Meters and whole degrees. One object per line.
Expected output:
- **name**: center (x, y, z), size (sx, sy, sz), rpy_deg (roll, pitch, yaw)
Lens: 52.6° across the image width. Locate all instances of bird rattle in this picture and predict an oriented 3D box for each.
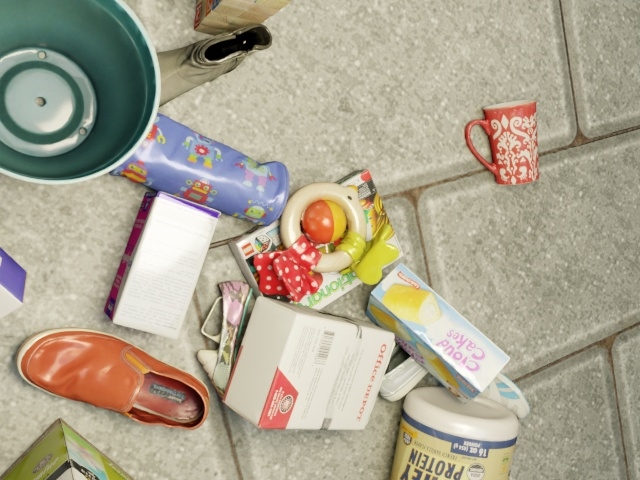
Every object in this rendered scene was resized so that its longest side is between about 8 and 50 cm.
- **bird rattle**: center (0.000, 0.000, 1.164), size (0.253, 0.143, 0.207), rpy_deg (-8, 85, -13)

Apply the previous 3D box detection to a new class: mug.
- **mug**: center (0.403, -0.211, 1.412), size (0.113, 0.150, 0.169), rpy_deg (-35, 117, -59)

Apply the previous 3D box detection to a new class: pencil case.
- **pencil case**: center (-0.202, -0.124, 1.093), size (0.306, 0.119, 0.133), rpy_deg (20, 46, -25)

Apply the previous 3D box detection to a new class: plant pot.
- **plant pot**: center (-0.389, -0.213, 0.917), size (0.272, 0.255, 0.271), rpy_deg (-2, 95, -26)

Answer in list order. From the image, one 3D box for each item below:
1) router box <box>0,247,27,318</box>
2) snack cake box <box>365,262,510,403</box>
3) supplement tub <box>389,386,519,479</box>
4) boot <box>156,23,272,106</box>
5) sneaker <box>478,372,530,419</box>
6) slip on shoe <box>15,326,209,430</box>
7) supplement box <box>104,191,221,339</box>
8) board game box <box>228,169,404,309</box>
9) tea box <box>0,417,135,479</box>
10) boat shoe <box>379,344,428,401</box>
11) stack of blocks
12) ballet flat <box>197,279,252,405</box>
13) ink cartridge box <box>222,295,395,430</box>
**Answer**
- **router box**: center (-0.596, 0.032, 0.783), size (0.301, 0.082, 0.335), rpy_deg (-32, 126, 1)
- **snack cake box**: center (0.214, 0.180, 1.232), size (0.264, 0.152, 0.089), rpy_deg (41, 72, 15)
- **supplement tub**: center (0.255, 0.475, 1.289), size (0.228, 0.228, 0.316), rpy_deg (8, 94, -27)
- **boot**: center (-0.209, -0.291, 1.053), size (0.246, 0.161, 0.083), rpy_deg (-31, 106, -22)
- **sneaker**: center (0.369, 0.327, 1.430), size (0.229, 0.087, 0.092), rpy_deg (43, 82, -15)
- **slip on shoe**: center (-0.327, 0.232, 1.063), size (0.331, 0.101, 0.123), rpy_deg (27, 83, -24)
- **supplement box**: center (-0.264, 0.038, 1.075), size (0.114, 0.111, 0.220), rpy_deg (19, 84, -26)
- **board game box**: center (0.000, 0.016, 1.236), size (0.305, 0.053, 0.193), rpy_deg (-31, 107, -21)
- **tea box**: center (-0.404, 0.480, 0.914), size (0.329, 0.323, 0.220), rpy_deg (-47, 111, -16)
- **boat shoe**: center (0.193, 0.226, 1.332), size (0.227, 0.079, 0.081), rpy_deg (-45, 115, -14)
- **stack of blocks**: center (-0.115, -0.439, 1.014), size (0.087, 0.297, 0.171), rpy_deg (6, 90, -24)
- **ballet flat**: center (-0.176, 0.179, 1.157), size (0.079, 0.077, 0.221), rpy_deg (9, 84, -8)
- **ink cartridge box**: center (-0.012, 0.227, 1.161), size (0.273, 0.114, 0.197), rpy_deg (19, 90, -44)
